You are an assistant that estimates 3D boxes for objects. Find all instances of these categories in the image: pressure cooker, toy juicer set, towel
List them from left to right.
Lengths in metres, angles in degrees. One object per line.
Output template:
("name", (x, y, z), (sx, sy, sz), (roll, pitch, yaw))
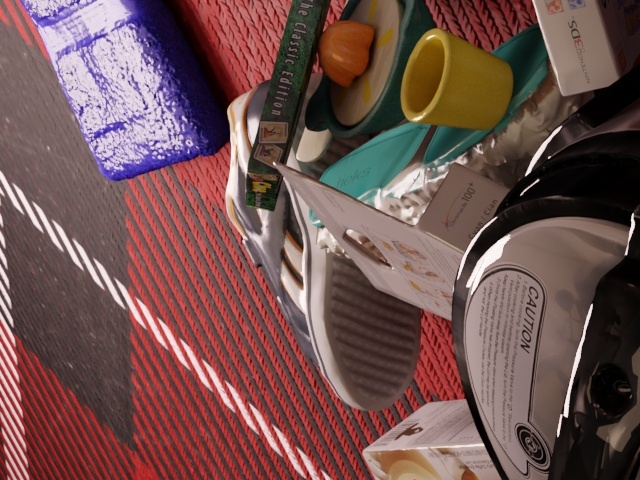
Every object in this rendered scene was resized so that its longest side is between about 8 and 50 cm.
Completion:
("towel", (-0.224, -0.208, 1.979), (0.227, 0.076, 0.308), (-12, 108, 60))
("toy juicer set", (0.047, -0.177, 1.488), (0.329, 0.089, 0.209), (-5, 73, 66))
("pressure cooker", (0.283, 0.061, 1.109), (0.370, 0.420, 0.375), (61, 151, -9))

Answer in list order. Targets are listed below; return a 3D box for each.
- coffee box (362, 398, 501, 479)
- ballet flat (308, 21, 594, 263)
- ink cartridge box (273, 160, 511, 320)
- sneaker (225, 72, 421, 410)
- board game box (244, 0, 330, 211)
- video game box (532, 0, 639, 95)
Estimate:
("coffee box", (0.163, 0.226, 1.785), (0.246, 0.098, 0.141), (-14, 107, 60))
("ballet flat", (0.131, -0.063, 1.554), (0.147, 0.147, 0.409), (58, 152, -2))
("ink cartridge box", (0.126, 0.020, 1.494), (0.261, 0.066, 0.296), (28, 171, 25))
("sneaker", (0.000, 0.000, 1.793), (0.127, 0.126, 0.321), (3, 110, 51))
("board game box", (-0.014, -0.160, 1.525), (0.030, 0.260, 0.136), (14, 170, 3))
("video game box", (0.173, -0.218, 1.235), (0.048, 0.205, 0.187), (-7, 115, 27))
